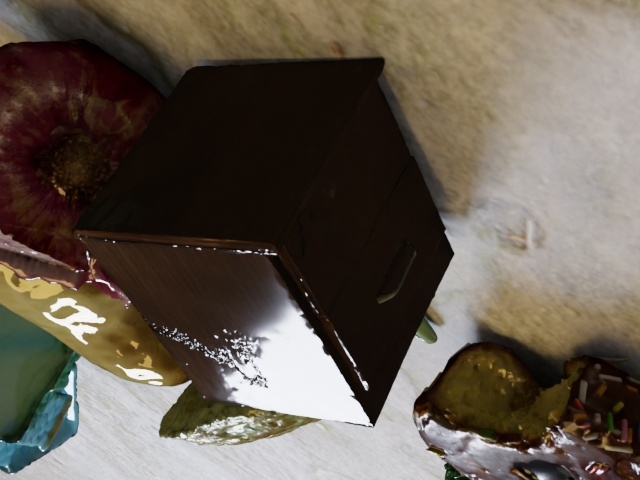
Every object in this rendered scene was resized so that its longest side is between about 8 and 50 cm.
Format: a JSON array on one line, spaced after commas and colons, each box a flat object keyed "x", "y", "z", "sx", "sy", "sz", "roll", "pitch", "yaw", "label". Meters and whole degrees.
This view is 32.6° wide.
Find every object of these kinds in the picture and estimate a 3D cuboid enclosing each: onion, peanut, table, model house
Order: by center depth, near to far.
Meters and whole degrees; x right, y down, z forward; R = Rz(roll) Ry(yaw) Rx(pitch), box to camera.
[{"x": -0.022, "y": 0.002, "z": 0.768, "sx": 0.172, "sy": 0.169, "sz": 0.193, "roll": 4, "pitch": 139, "yaw": 33, "label": "table"}, {"x": -0.193, "y": -0.059, "z": 0.824, "sx": 0.207, "sy": 0.200, "sz": 0.200, "roll": 23, "pitch": 151, "yaw": 8, "label": "onion"}, {"x": -0.223, "y": 0.039, "z": 1.054, "sx": 0.148, "sy": 0.147, "sz": 0.319, "roll": -10, "pitch": 136, "yaw": 48, "label": "peanut"}, {"x": -0.400, "y": 0.156, "z": 1.366, "sx": 0.261, "sy": 0.226, "sz": 0.241, "roll": 24, "pitch": 166, "yaw": 15, "label": "model house"}]

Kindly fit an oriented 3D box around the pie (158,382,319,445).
[{"x": -0.047, "y": 0.146, "z": 1.079, "sx": 0.201, "sy": 0.090, "sz": 0.248, "roll": -7, "pitch": 166, "yaw": -38, "label": "pie"}]

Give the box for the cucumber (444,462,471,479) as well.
[{"x": 0.219, "y": 0.240, "z": 1.101, "sx": 0.257, "sy": 0.043, "sz": 0.044, "roll": -7, "pitch": 131, "yaw": 47, "label": "cucumber"}]

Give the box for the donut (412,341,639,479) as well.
[{"x": 0.204, "y": 0.165, "z": 0.936, "sx": 0.216, "sy": 0.096, "sz": 0.230, "roll": 40, "pitch": 149, "yaw": -25, "label": "donut"}]

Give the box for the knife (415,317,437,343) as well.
[{"x": -0.001, "y": 0.002, "z": 0.923, "sx": 0.293, "sy": 0.020, "sz": 0.043, "roll": 43, "pitch": 145, "yaw": -24, "label": "knife"}]
